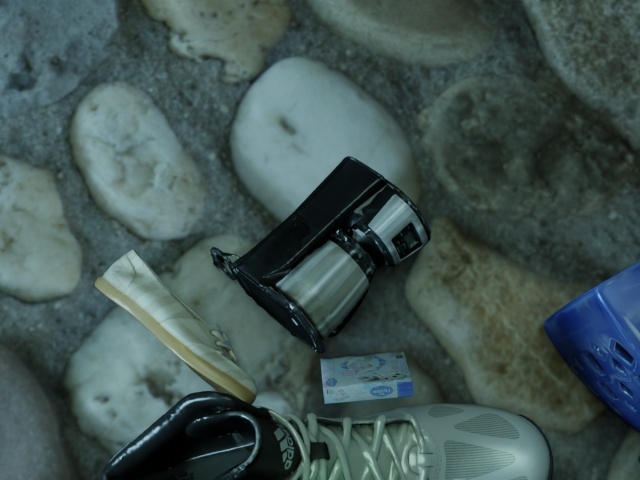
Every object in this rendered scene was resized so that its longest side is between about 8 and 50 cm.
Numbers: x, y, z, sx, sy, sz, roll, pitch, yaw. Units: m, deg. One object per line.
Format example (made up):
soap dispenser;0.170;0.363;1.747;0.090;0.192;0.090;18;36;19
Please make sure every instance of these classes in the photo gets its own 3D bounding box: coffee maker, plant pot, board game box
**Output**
coffee maker;0.000;0.000;1.274;0.171;0.120;0.178;41;76;15
plant pot;0.386;0.101;1.175;0.236;0.236;0.212;-28;79;-8
board game box;0.046;0.141;1.241;0.090;0.090;0.020;-4;104;0

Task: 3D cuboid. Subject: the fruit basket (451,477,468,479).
fruit basket;0.075;0.432;1.024;0.327;0.165;0.353;-31;80;8

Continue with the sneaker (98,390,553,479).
sneaker;0.011;0.227;1.118;0.448;0.257;0.169;-9;70;-2

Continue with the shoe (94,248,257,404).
shoe;-0.144;0.090;1.268;0.219;0.076;0.058;38;80;16
